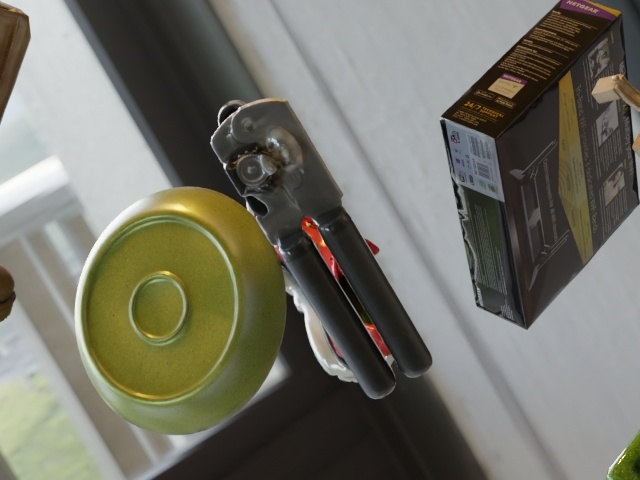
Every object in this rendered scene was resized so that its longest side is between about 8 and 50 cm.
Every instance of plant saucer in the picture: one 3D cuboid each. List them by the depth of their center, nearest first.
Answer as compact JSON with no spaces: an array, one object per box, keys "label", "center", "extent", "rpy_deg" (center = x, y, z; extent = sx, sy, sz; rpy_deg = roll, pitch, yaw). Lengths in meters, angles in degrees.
[{"label":"plant saucer","center":[-0.145,0.065,1.727],"extent":[0.241,0.241,0.037],"rpy_deg":[-26,-18,24]}]

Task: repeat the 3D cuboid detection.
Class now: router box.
[{"label":"router box","center":[0.260,-0.088,2.075],"extent":[0.081,0.309,0.243],"rpy_deg":[25,56,34]}]

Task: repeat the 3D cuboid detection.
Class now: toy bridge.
[{"label":"toy bridge","center":[0.357,-0.106,1.888],"extent":[0.063,0.188,0.026],"rpy_deg":[-9,42,47]}]

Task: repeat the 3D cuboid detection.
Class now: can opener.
[{"label":"can opener","center":[0.000,0.000,1.560],"extent":[0.076,0.283,0.095],"rpy_deg":[-30,15,2]}]

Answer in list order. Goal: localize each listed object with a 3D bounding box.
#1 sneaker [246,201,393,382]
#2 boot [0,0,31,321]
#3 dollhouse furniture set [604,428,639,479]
[{"label":"sneaker","center":[0.017,0.022,2.042],"extent":[0.107,0.279,0.118],"rpy_deg":[-12,-28,-40]},{"label":"boot","center":[-0.291,-0.066,1.495],"extent":[0.236,0.089,0.270],"rpy_deg":[-1,-69,-71]},{"label":"dollhouse furniture set","center":[0.137,0.223,0.767],"extent":[0.301,0.151,0.197],"rpy_deg":[-47,-20,-22]}]
